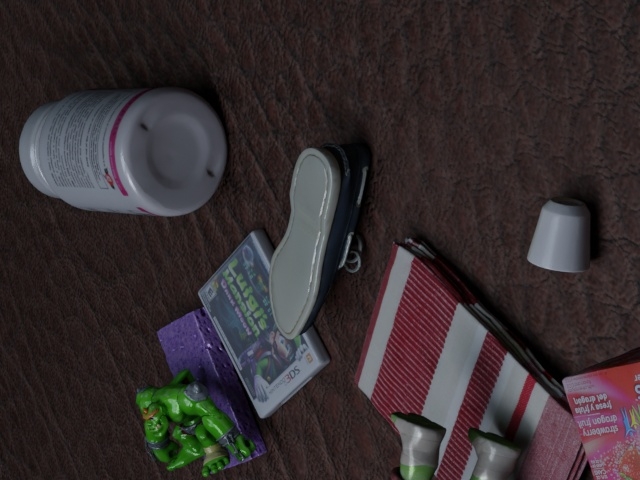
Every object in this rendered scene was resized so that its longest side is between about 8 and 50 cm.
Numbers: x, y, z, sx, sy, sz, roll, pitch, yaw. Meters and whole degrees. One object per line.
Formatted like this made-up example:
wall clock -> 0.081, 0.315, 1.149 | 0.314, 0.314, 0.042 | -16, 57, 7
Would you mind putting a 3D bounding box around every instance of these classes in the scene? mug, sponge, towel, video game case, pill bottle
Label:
mug -> 0.233, -0.010, 1.725 | 0.078, 0.062, 0.064 | 20, 111, 40
sponge -> -0.147, 0.199, 2.319 | 0.117, 0.031, 0.210 | -31, 79, 54
towel -> 0.163, 0.178, 1.907 | 0.329, 0.037, 0.237 | 47, 138, 34
video game case -> -0.074, 0.106, 2.197 | 0.173, 0.022, 0.190 | -46, 66, 49
pill bottle -> -0.260, -0.116, 2.240 | 0.283, 0.160, 0.160 | 5, 107, 51

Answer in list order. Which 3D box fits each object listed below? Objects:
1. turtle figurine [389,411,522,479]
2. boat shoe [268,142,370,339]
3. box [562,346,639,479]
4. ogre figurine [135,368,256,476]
turtle figurine -> 0.100, 0.317, 1.842 | 0.197, 0.274, 0.266 | 17, 93, 16
boat shoe -> 0.000, 0.000, 2.014 | 0.095, 0.079, 0.254 | 37, 128, 42
box -> 0.358, 0.144, 1.561 | 0.257, 0.128, 0.123 | -20, 87, 53
ogre figurine -> -0.175, 0.237, 2.272 | 0.118, 0.097, 0.197 | 62, 162, -15
